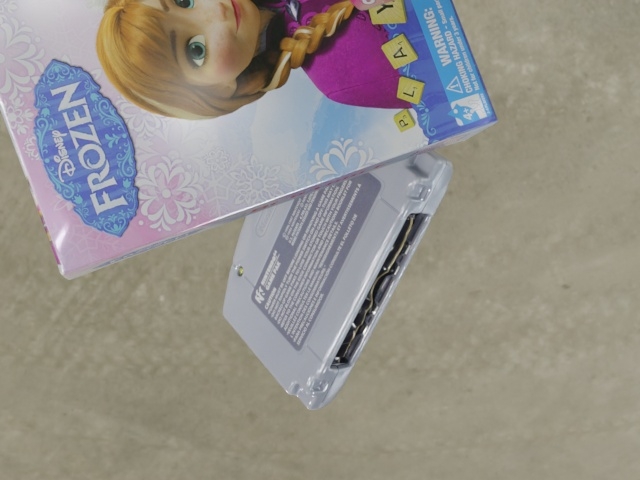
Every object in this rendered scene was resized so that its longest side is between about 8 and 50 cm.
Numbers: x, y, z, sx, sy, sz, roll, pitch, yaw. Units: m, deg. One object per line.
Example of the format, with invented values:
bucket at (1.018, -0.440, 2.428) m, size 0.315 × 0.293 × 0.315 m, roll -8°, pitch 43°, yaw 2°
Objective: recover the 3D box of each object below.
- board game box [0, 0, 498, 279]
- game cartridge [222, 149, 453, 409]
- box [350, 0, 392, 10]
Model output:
board game box at (-0.077, -0.175, 0.541) m, size 0.317 × 0.319 × 0.066 m, roll -21°, pitch 180°, yaw -15°
game cartridge at (0.000, 0.000, 0.809) m, size 0.060 × 0.196 × 0.294 m, roll 0°, pitch 123°, yaw -48°
box at (0.094, -0.218, 0.354) m, size 0.256 × 0.128 × 0.122 m, roll -5°, pitch 156°, yaw 40°
